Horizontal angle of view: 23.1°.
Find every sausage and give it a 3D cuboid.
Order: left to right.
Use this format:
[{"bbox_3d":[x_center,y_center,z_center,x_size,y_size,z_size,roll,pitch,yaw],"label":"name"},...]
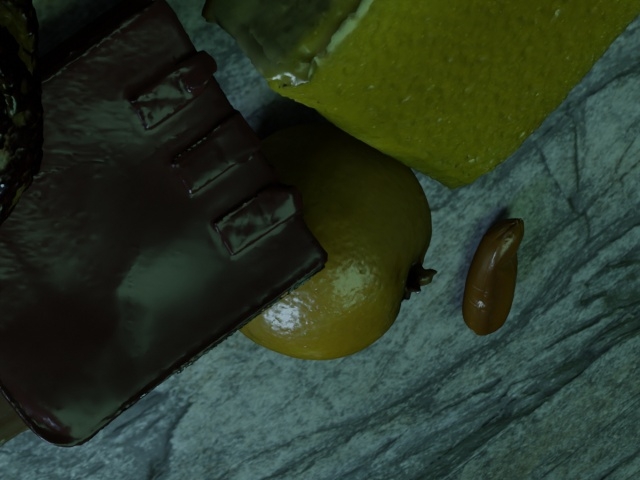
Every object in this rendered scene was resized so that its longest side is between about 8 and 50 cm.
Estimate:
[{"bbox_3d":[0.188,0.041,1.718,0.062,0.054,0.183,-54,158,-39],"label":"sausage"}]

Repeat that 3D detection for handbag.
[{"bbox_3d":[-0.163,-0.013,1.181,0.275,0.084,0.260,-38,109,-10],"label":"handbag"}]

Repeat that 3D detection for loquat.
[{"bbox_3d":[0.000,0.000,1.365,0.208,0.208,0.208,-24,144,-19],"label":"loquat"}]

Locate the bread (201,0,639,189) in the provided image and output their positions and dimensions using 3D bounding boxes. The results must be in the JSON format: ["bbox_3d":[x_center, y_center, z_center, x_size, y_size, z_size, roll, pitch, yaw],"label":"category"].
[{"bbox_3d":[0.113,-0.224,1.255,0.323,0.143,0.333,-47,145,12],"label":"bread"}]

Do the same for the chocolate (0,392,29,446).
[{"bbox_3d":[-0.306,0.131,1.346,0.261,0.083,0.161,-27,162,-15],"label":"chocolate"}]

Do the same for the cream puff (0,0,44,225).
[{"bbox_3d":[-0.256,-0.095,0.976,0.165,0.239,0.239,-2,138,-8],"label":"cream puff"}]
